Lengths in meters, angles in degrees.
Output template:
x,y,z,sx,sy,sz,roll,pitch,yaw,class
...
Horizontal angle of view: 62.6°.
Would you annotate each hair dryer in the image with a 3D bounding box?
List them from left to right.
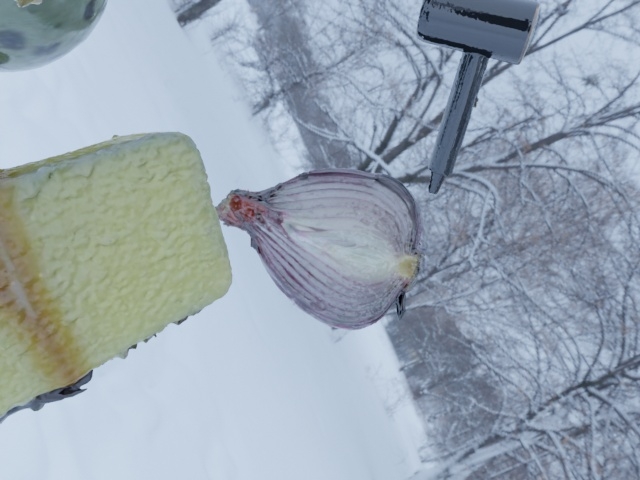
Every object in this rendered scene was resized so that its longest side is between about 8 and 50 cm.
x,y,z,sx,sy,sz,roll,pitch,yaw,class
0.158,-0.174,0.650,0.070,0.128,0.255,-55,162,-58,hair dryer

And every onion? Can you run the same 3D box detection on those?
x,y,z,sx,sy,sz,roll,pitch,yaw,class
0.000,0.000,0.913,0.349,0.267,0.159,22,-13,7,onion

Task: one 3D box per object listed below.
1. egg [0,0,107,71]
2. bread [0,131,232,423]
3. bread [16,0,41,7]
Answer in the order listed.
x,y,z,sx,sy,sz,roll,pitch,yaw,class
-0.465,-0.422,0.712,0.345,0.345,0.428,65,-20,-1,egg
-0.205,0.010,0.346,0.178,0.266,0.141,47,-31,24,bread
-0.315,-0.327,0.459,0.211,0.224,0.183,1,34,-47,bread
